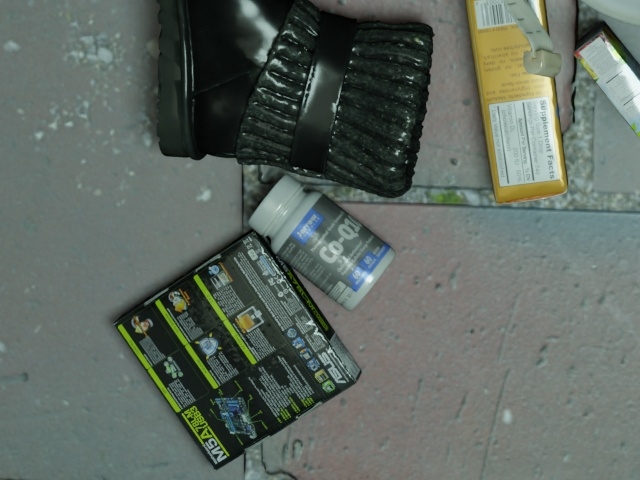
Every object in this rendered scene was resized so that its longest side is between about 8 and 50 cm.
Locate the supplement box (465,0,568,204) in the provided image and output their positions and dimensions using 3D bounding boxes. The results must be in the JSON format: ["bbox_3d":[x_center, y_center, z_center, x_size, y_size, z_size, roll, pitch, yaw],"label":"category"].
[{"bbox_3d":[0.188,-0.157,1.823,0.080,0.078,0.233,-5,101,9],"label":"supplement box"}]

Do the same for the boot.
[{"bbox_3d":[-0.016,-0.221,1.815,0.260,0.131,0.348,8,112,15],"label":"boot"}]

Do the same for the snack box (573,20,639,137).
[{"bbox_3d":[0.282,-0.152,1.773,0.037,0.141,0.100,-37,93,14],"label":"snack box"}]

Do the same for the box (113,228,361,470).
[{"bbox_3d":[-0.085,0.111,1.944,0.184,0.045,0.191,-34,95,17],"label":"box"}]

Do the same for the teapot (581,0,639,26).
[{"bbox_3d":[0.314,-0.330,1.716,0.252,0.187,0.256,-20,117,40],"label":"teapot"}]

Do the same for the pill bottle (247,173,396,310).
[{"bbox_3d":[0.000,0.000,1.887,0.137,0.078,0.078,38,105,0],"label":"pill bottle"}]

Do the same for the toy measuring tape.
[{"bbox_3d":[0.098,-0.256,1.741,0.121,0.121,0.330,-35,68,15],"label":"toy measuring tape"}]
